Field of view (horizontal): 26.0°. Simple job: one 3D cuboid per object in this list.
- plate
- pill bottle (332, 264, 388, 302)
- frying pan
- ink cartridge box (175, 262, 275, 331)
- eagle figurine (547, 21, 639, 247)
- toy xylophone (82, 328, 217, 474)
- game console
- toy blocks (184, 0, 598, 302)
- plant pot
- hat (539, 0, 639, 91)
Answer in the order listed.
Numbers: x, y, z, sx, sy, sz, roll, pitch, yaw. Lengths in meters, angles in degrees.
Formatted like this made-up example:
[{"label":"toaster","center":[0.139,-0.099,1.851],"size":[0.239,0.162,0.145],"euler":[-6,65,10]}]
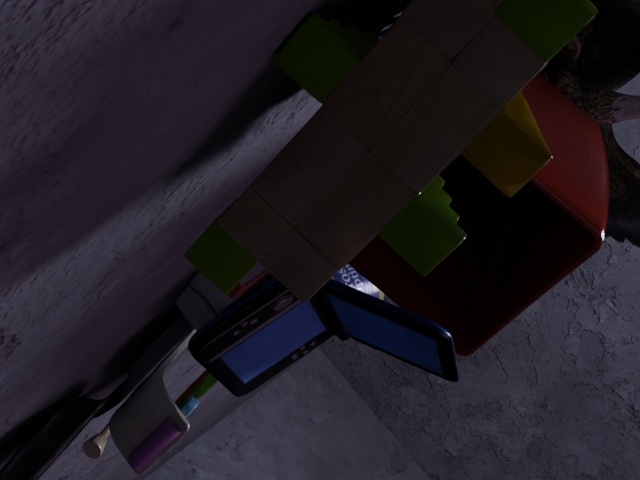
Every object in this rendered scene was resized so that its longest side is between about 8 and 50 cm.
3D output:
[{"label":"plate","center":[-0.183,0.121,1.698],"size":[0.188,0.024,0.188],"euler":[-45,-178,2]},{"label":"pill bottle","center":[-0.010,0.085,2.044],"size":[0.219,0.123,0.123],"euler":[-15,156,-48]},{"label":"frying pan","center":[-0.295,0.218,1.671],"size":[0.326,0.053,0.197],"euler":[-50,-178,-38]},{"label":"ink cartridge box","center":[-0.096,0.040,1.585],"size":[0.099,0.056,0.135],"euler":[-34,171,-38]},{"label":"eagle figurine","center":[0.353,-0.131,1.799],"size":[0.226,0.298,0.225],"euler":[-19,-172,-28]},{"label":"toy xylophone","center":[-0.189,0.195,1.860],"size":[0.236,0.081,0.323],"euler":[-44,-177,39]},{"label":"game console","center":[0.012,0.144,1.645],"size":[0.250,0.173,0.293],"euler":[-34,162,-3]},{"label":"toy blocks","center":[0.081,-0.123,1.104],"size":[0.381,0.190,0.261],"euler":[-46,-177,35]},{"label":"plant pot","center":[0.179,-0.078,1.615],"size":[0.267,0.267,0.236],"euler":[-46,-174,43]},{"label":"hat","center":[0.422,-0.288,2.081],"size":[0.331,0.134,0.331],"euler":[-39,173,-6]}]
